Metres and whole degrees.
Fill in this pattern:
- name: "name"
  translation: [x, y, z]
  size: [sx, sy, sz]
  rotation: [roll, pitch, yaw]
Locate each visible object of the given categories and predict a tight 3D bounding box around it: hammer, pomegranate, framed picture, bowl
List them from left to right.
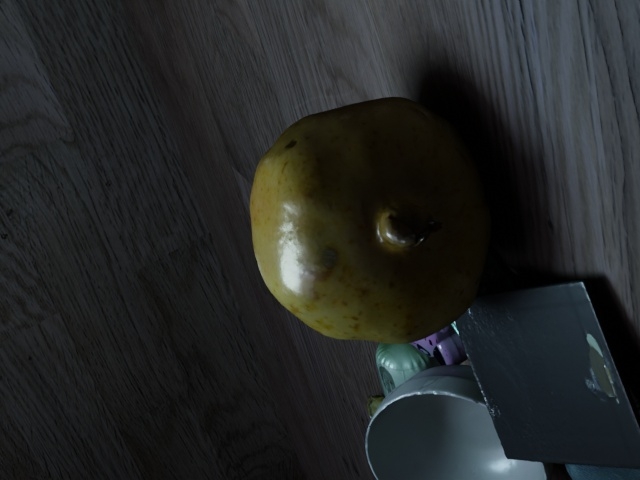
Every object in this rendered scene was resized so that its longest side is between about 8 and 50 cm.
- name: "pomegranate"
  translation: [0.069, -0.028, 1.542]
  size: [0.342, 0.342, 0.342]
  rotation: [55, 164, 23]
- name: "hammer"
  translation: [0.229, 0.294, 2.043]
  size: [0.335, 0.119, 0.206]
  rotation: [34, 151, 47]
- name: "bowl"
  translation: [0.224, 0.301, 1.839]
  size: [0.286, 0.144, 0.287]
  rotation: [13, 128, 17]
- name: "framed picture"
  translation: [0.288, 0.177, 1.546]
  size: [0.324, 0.013, 0.244]
  rotation: [-16, 96, 65]

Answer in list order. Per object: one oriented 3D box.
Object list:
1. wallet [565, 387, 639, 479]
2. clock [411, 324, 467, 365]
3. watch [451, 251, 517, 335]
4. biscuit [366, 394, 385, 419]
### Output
- name: "wallet"
  translation: [0.439, 0.358, 1.495]
  size: [0.342, 0.075, 0.237]
  rotation: [59, 160, 18]
- name: "clock"
  translation: [0.148, 0.077, 1.928]
  size: [0.248, 0.090, 0.227]
  rotation: [66, 166, -21]
- name: "watch"
  translation: [0.238, 0.110, 1.720]
  size: [0.237, 0.068, 0.195]
  rotation: [57, 166, 22]
- name: "biscuit"
  translation: [0.183, 0.432, 2.576]
  size: [0.274, 0.036, 0.187]
  rotation: [54, 164, 27]
